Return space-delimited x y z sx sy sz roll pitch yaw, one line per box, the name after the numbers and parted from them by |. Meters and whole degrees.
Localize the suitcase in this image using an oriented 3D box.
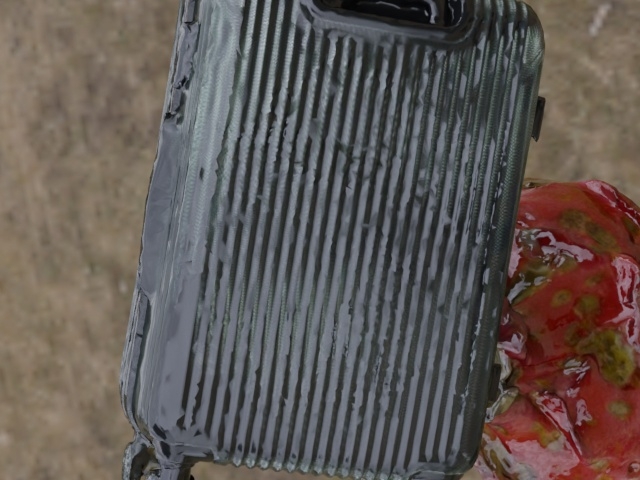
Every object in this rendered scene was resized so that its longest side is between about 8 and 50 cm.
0.000 0.000 0.949 0.128 0.202 0.312 -157 75 -74 | suitcase

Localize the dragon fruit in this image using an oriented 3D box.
0.152 0.073 1.141 0.134 0.211 0.262 -21 83 39 | dragon fruit
